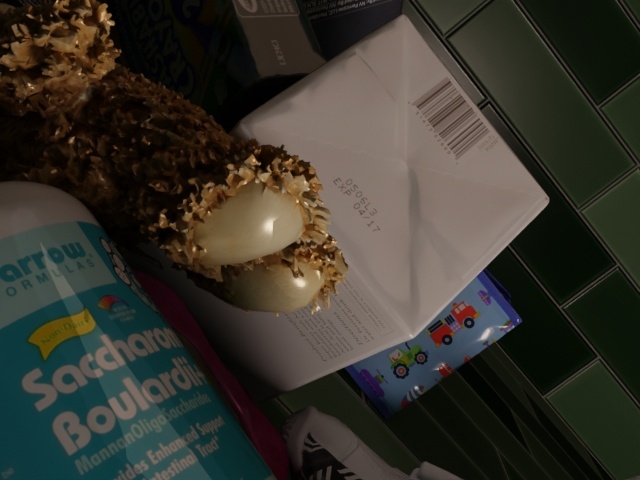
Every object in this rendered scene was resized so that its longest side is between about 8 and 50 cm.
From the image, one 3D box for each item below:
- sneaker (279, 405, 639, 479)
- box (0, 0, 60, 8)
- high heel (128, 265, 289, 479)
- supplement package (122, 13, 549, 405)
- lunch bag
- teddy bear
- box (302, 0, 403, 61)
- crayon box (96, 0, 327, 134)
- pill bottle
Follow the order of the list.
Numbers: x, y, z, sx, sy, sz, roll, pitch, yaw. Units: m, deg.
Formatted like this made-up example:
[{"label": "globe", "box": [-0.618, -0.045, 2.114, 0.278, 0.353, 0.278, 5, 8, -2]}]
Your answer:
[{"label": "sneaker", "box": [0.134, 0.229, 0.671, 0.366, 0.210, 0.137, 46, -23, 37]}, {"label": "box", "box": [-0.285, -0.240, 0.728, 0.191, 0.184, 0.045, 43, 17, -35]}, {"label": "high heel", "box": [-0.103, 0.107, 0.616, 0.244, 0.082, 0.117, 56, 2, -41]}, {"label": "supplement package", "box": [-0.007, -0.005, 0.718, 0.177, 0.175, 0.293, 52, -33, -3]}, {"label": "lunch bag", "box": [0.084, 0.045, 1.204, 0.293, 0.221, 0.138, 50, 11, -7]}, {"label": "teddy bear", "box": [-0.131, -0.060, 0.537, 0.338, 0.113, 0.245, 20, -14, 33]}, {"label": "box", "box": [-0.074, -0.210, 0.987, 0.296, 0.183, 0.294, 38, -39, 38]}, {"label": "crayon box", "box": [-0.143, -0.163, 0.841, 0.083, 0.323, 0.203, -13, 78, -39]}, {"label": "pill bottle", "box": [-0.130, 0.076, 0.405, 0.264, 0.146, 0.146, 53, 11, 10]}]
